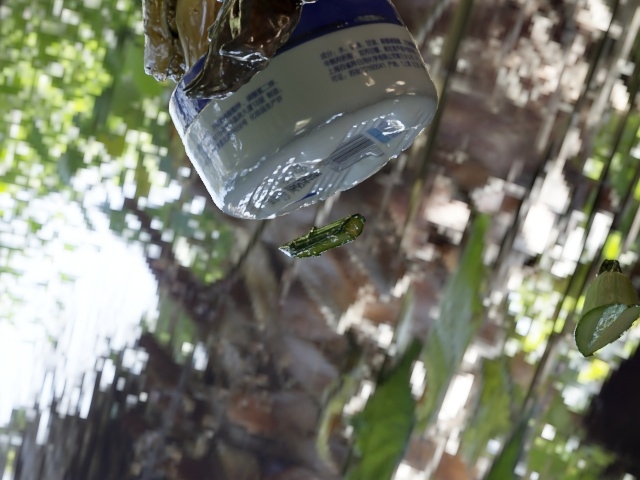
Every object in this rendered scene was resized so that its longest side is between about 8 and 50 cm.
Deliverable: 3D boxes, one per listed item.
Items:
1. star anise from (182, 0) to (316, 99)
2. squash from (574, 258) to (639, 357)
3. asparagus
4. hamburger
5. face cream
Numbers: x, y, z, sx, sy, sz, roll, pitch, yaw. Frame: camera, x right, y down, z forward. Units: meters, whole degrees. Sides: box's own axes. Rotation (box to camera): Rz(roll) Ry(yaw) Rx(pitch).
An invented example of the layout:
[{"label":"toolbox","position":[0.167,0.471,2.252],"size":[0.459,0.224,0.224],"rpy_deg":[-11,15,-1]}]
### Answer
[{"label":"star anise","position":[-0.024,-0.131,0.764],"size":[0.042,0.141,0.141],"rpy_deg":[21,-158,-19]},{"label":"squash","position":[0.374,0.081,1.998],"size":[0.075,0.090,0.200],"rpy_deg":[19,-154,9]},{"label":"asparagus","position":[-0.001,-0.001,1.423],"size":[0.025,0.108,0.021],"rpy_deg":[32,-125,-33]},{"label":"hamburger","position":[-0.156,-0.300,1.915],"size":[0.108,0.214,0.214],"rpy_deg":[11,-156,7]},{"label":"face cream","position":[-0.010,-0.104,1.270],"size":[0.206,0.206,0.111],"rpy_deg":[-13,-108,-47]}]
